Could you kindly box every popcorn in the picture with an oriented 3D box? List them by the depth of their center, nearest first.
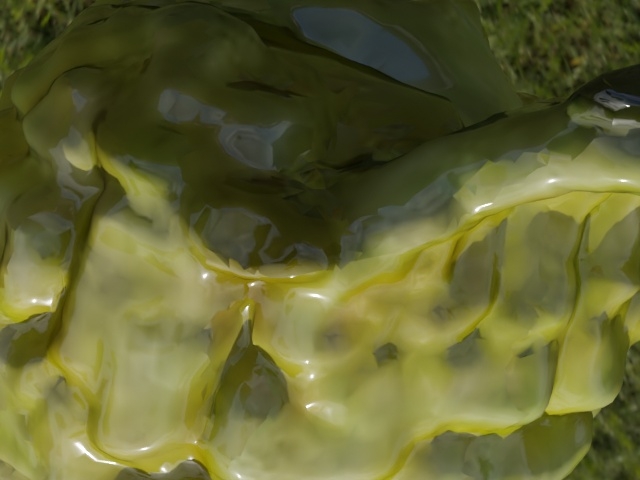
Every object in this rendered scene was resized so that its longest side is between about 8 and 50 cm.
[{"bbox_3d":[-0.001,0.008,0.533,0.293,0.293,0.237,-3,117,-1],"label":"popcorn"}]
